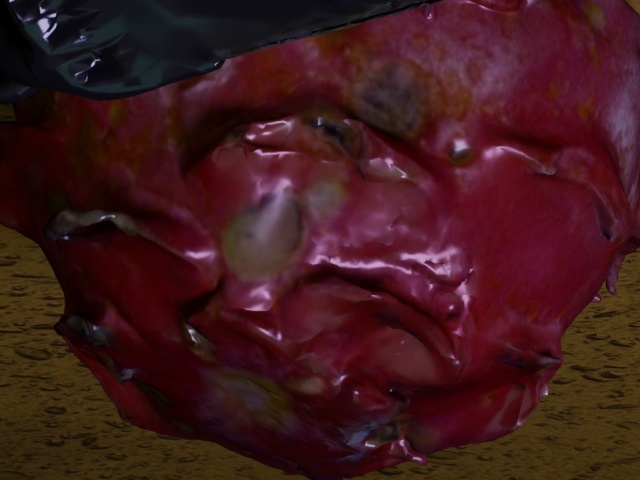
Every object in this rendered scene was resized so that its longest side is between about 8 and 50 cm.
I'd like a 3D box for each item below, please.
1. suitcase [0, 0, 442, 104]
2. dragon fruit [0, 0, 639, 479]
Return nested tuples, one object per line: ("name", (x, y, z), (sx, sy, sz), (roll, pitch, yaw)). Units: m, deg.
("suitcase", (0.043, -0.207, 0.509), (0.434, 0.194, 0.283), (-12, 128, 29))
("dragon fruit", (0.000, 0.000, 1.070), (0.371, 0.249, 0.386), (12, 154, -16))
